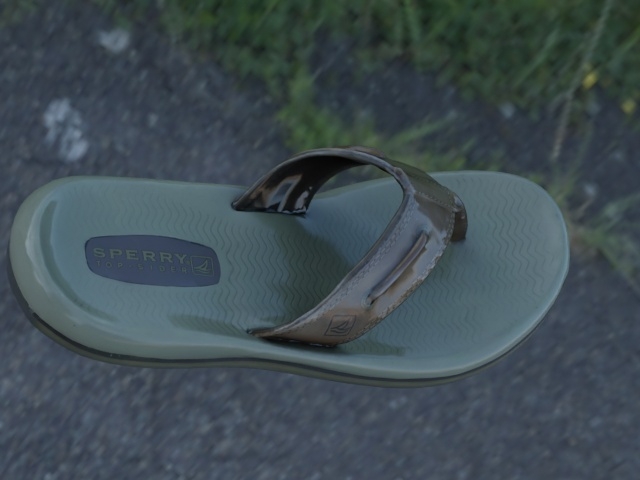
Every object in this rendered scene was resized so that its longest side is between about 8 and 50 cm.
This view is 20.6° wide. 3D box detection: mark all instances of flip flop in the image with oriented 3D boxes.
[{"bbox_3d":[0.000,0.000,0.783,0.277,0.080,0.112,3,54,-28],"label":"flip flop"}]
